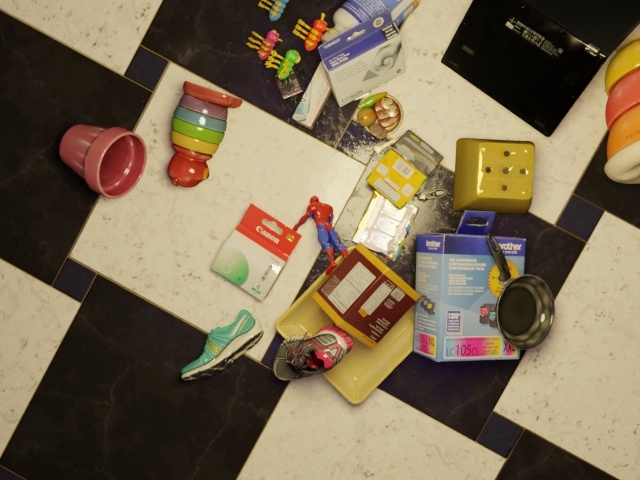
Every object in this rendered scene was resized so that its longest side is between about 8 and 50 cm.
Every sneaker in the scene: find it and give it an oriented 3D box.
[{"bbox_3d":[-0.292,0.310,1.898,0.275,0.107,0.110,-37,69,-1],"label":"sneaker"},{"bbox_3d":[-0.044,0.314,1.752,0.121,0.112,0.299,49,136,-4],"label":"sneaker"},{"bbox_3d":[0.319,-0.134,1.871,0.083,0.037,0.031,-14,92,5],"label":"sneaker"}]

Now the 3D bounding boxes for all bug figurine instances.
[{"bbox_3d":[-0.093,-0.576,1.829,0.279,0.072,0.216,49,114,34],"label":"bug figurine"}]

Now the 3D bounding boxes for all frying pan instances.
[{"bbox_3d":[0.487,0.151,1.696,0.326,0.053,0.197,37,75,-20],"label":"frying pan"}]

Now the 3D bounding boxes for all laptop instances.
[{"bbox_3d":[0.616,-0.575,1.773,0.382,0.236,0.408,41,132,16],"label":"laptop"}]

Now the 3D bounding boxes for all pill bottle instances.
[{"bbox_3d":[0.132,-0.621,1.817,0.272,0.152,0.152,-44,88,3],"label":"pill bottle"}]

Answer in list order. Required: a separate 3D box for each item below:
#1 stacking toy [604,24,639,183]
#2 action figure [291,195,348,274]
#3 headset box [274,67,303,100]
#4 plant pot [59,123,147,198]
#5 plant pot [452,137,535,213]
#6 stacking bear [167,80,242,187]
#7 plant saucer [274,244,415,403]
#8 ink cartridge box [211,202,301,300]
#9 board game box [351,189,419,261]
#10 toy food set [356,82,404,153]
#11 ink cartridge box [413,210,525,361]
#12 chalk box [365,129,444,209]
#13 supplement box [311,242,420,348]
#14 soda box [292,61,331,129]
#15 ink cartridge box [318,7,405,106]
[{"bbox_3d":[0.883,-0.418,1.735,0.351,0.350,0.479,-11,75,3],"label":"stacking toy"},{"bbox_3d":[0.000,0.000,1.838,0.092,0.139,0.280,7,48,-28],"label":"action figure"},{"bbox_3d":[-0.090,-0.448,1.892,0.062,0.032,0.083,-21,88,3],"label":"headset box"},{"bbox_3d":[-0.629,-0.242,1.856,0.180,0.201,0.201,24,92,18],"label":"plant pot"},{"bbox_3d":[0.486,-0.181,1.786,0.212,0.187,0.212,3,92,3],"label":"plant pot"},{"bbox_3d":[-0.350,-0.289,1.854,0.164,0.175,0.289,19,99,1],"label":"stacking bear"},{"bbox_3d":[0.098,0.237,1.869,0.333,0.081,0.333,44,94,2],"label":"plant saucer"},{"bbox_3d":[-0.184,0.035,1.865,0.181,0.056,0.224,33,113,3],"label":"ink cartridge box"},{"bbox_3d":[0.186,-0.044,1.875,0.141,0.048,0.170,26,93,5],"label":"board game box"},{"bbox_3d":[0.173,-0.360,1.875,0.132,0.038,0.192,-24,89,3],"label":"toy food set"},{"bbox_3d":[0.402,0.119,1.772,0.270,0.151,0.395,2,89,-22],"label":"ink cartridge box"},{"bbox_3d":[0.242,-0.207,1.811,0.132,0.213,0.132,40,126,4],"label":"chalk box"},{"bbox_3d":[0.121,0.148,1.715,0.194,0.191,0.129,-48,46,3],"label":"supplement box"},{"bbox_3d":[-0.012,-0.415,1.876,0.063,0.058,0.183,27,92,2],"label":"soda box"},{"bbox_3d":[0.119,-0.493,1.783,0.223,0.224,0.045,-29,61,1],"label":"ink cartridge box"}]
